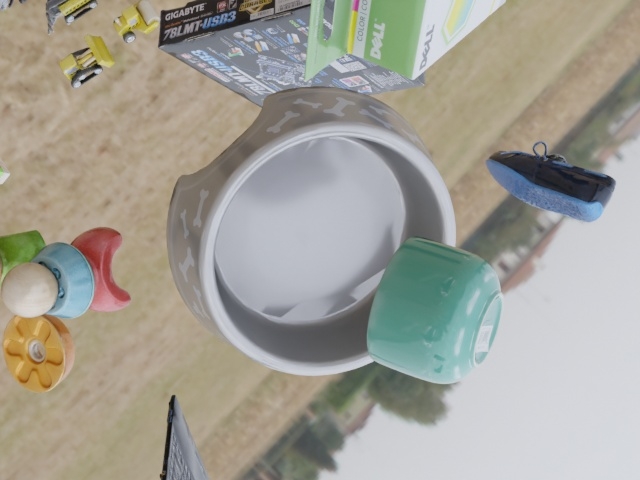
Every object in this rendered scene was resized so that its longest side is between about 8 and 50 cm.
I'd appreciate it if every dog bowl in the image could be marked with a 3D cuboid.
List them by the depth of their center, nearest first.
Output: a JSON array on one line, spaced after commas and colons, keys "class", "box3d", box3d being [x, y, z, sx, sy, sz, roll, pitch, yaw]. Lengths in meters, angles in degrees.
[{"class": "dog bowl", "box3d": [0.000, 0.000, 1.244, 0.349, 0.349, 0.102, -46, -153, 2]}]

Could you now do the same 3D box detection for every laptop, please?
[{"class": "laptop", "box3d": [-0.112, 0.362, 1.398, 0.136, 0.234, 0.264, -11, -146, 5]}]

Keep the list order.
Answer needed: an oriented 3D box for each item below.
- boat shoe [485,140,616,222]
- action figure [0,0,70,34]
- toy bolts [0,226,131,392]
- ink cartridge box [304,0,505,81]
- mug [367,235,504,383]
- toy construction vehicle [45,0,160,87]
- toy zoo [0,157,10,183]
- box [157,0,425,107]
[{"class": "boat shoe", "box3d": [0.404, -0.105, 1.857, 0.089, 0.258, 0.109, -48, 138, -12]}, {"class": "action figure", "box3d": [-0.447, -0.399, 1.651, 0.164, 0.275, 0.141, 19, 81, -45]}, {"class": "toy bolts", "box3d": [-0.346, 0.079, 1.225, 0.228, 0.218, 0.158, -10, -177, 30]}, {"class": "ink cartridge box", "box3d": [0.075, -0.191, 0.771, 0.209, 0.062, 0.109, -42, 152, -41]}, {"class": "mug", "box3d": [0.123, 0.062, 1.022, 0.158, 0.097, 0.129, -53, 150, -35]}, {"class": "toy construction vehicle", "box3d": [-0.197, -0.194, 0.930, 0.098, 0.086, 0.035, -30, 163, 7]}, {"class": "toy zoo", "box3d": [-0.685, -0.189, 1.810, 0.030, 0.192, 0.293, -45, 156, 20]}, {"class": "box", "box3d": [-0.037, -0.287, 1.591, 0.293, 0.073, 0.295, -5, 162, 34]}]
